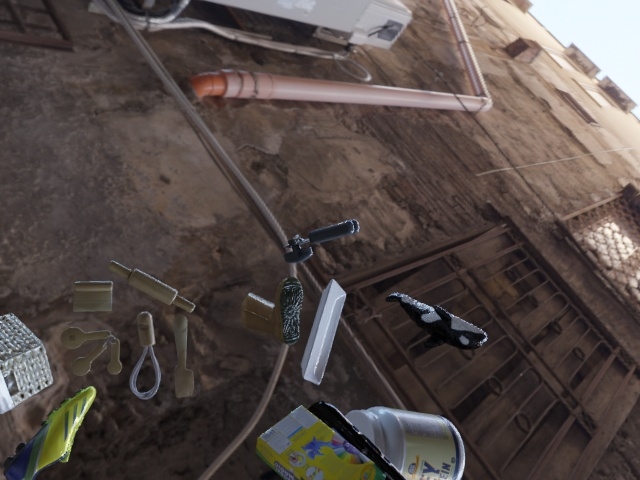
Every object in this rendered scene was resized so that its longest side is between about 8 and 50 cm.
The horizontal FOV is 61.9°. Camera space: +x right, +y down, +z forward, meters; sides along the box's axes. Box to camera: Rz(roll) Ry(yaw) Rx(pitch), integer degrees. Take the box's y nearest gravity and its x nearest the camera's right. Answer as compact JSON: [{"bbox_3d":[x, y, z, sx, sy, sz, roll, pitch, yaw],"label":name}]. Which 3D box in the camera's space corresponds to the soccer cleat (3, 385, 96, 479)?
[{"bbox_3d":[-0.694,0.520,1.417,0.121,0.289,0.093,41,-36,-5],"label":"soccer cleat"}]

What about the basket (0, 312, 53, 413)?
[{"bbox_3d":[-0.603,0.228,1.025,0.167,0.103,0.113,24,-56,37],"label":"basket"}]

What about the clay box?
[{"bbox_3d":[-0.001,0.424,1.016,0.222,0.127,0.053,31,-54,30],"label":"clay box"}]

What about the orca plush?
[{"bbox_3d":[0.293,0.232,1.429,0.287,0.151,0.102,28,-101,25],"label":"orca plush"}]

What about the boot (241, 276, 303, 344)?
[{"bbox_3d":[-0.178,0.218,1.815,0.270,0.089,0.235,12,-81,51],"label":"boot"}]

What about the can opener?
[{"bbox_3d":[0.000,0.000,1.751,0.281,0.074,0.093,-20,-93,30],"label":"can opener"}]

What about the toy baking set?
[{"bbox_3d":[-0.313,0.159,0.916,0.196,0.256,0.030,-65,-164,-10],"label":"toy baking set"}]

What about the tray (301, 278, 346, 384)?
[{"bbox_3d":[0.004,0.248,1.448,0.030,0.145,0.270,11,-108,21],"label":"tray"}]

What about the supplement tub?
[{"bbox_3d":[0.229,0.617,1.563,0.235,0.325,0.235,-39,-138,48],"label":"supplement tub"}]

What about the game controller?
[{"bbox_3d":[0.077,0.519,1.254,0.319,0.067,0.166,42,-45,14],"label":"game controller"}]
